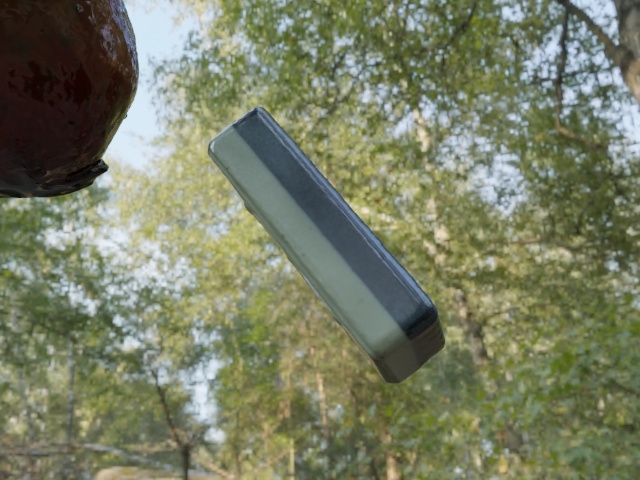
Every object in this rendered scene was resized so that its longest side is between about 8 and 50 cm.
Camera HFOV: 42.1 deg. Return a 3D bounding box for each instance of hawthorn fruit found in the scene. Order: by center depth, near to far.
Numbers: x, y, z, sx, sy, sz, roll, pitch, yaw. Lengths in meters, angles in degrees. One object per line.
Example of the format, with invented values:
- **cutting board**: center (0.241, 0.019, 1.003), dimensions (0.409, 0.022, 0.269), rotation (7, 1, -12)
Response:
- **hawthorn fruit**: center (-0.324, -0.186, 0.862), dimensions (0.316, 0.315, 0.316), rotation (-2, -26, -1)

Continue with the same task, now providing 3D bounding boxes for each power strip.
- **power strip**: center (0.000, 0.000, 0.697), dimensions (0.070, 0.256, 0.105), rotation (-36, -25, -4)
